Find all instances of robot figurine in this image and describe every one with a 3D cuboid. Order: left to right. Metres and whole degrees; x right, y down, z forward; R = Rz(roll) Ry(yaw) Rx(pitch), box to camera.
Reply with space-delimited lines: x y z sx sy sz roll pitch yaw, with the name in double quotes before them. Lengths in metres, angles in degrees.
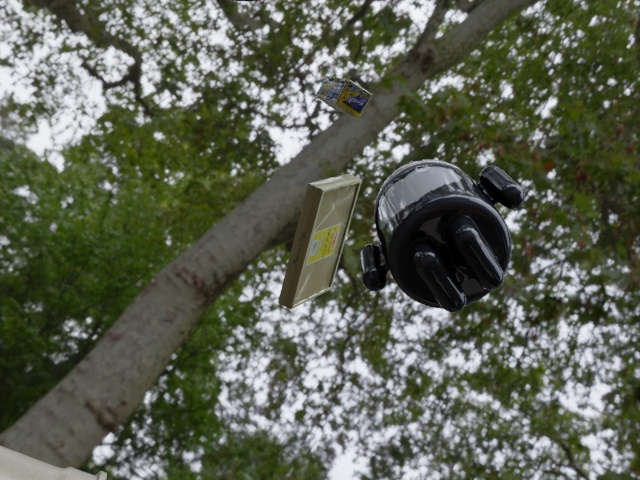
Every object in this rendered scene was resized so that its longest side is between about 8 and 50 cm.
"robot figurine" 0.167 -0.014 0.986 0.208 0.278 0.174 3 -66 -5

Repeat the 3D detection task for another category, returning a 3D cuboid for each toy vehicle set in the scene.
"toy vehicle set" 0.000 0.000 1.433 0.035 0.166 0.267 25 -68 24

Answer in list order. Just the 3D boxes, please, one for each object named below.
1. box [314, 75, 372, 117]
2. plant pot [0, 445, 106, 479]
"box" 0.044 -0.293 1.394 0.059 0.054 0.169 28 7 -21
"plant pot" -0.562 0.449 1.078 0.305 0.334 0.334 33 -34 -10
